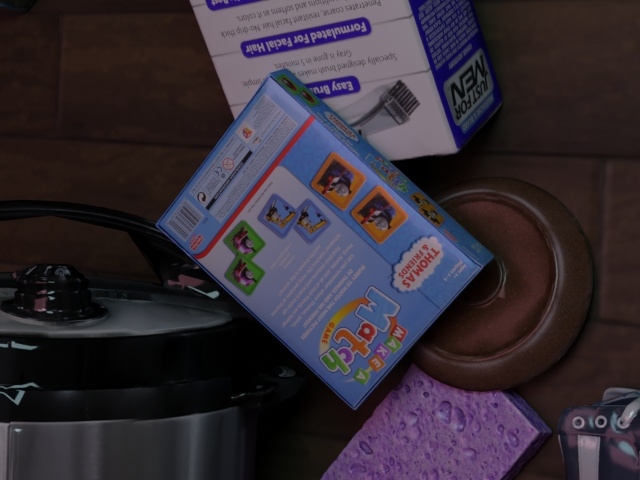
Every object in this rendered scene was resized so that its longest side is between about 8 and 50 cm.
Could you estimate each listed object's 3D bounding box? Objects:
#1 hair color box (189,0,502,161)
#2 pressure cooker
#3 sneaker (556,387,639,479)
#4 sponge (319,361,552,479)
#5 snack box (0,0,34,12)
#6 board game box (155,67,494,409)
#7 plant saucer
[{"bbox_3d":[-0.007,-0.224,1.121,0.185,0.110,0.339,-6,113,33],"label":"hair color box"},{"bbox_3d":[-0.224,0.178,1.183,0.375,0.370,0.420,4,95,29],"label":"pressure cooker"},{"bbox_3d":[0.265,0.099,1.025,0.153,0.099,0.282,29,108,28],"label":"sneaker"},{"bbox_3d":[0.077,0.185,1.185,0.117,0.031,0.210,46,112,25],"label":"sponge"},{"bbox_3d":[-0.247,-0.392,1.391,0.322,0.060,0.187,-46,67,24],"label":"snack box"},{"bbox_3d":[0.000,0.000,1.127,0.211,0.039,0.160,43,115,7],"label":"board game box"},{"bbox_3d":[0.122,0.030,1.140,0.168,0.029,0.168,-5,77,24],"label":"plant saucer"}]
